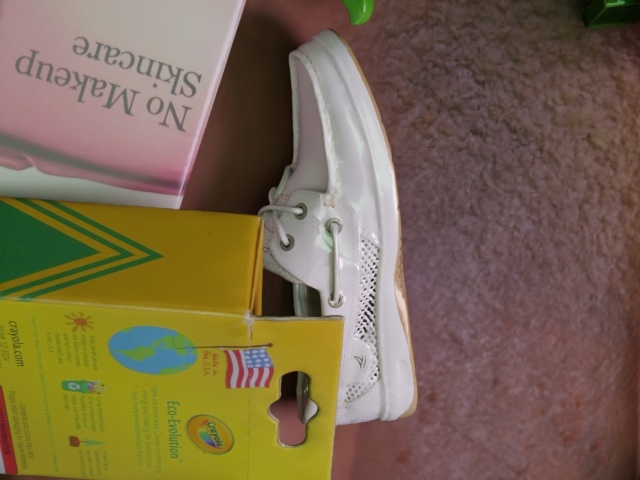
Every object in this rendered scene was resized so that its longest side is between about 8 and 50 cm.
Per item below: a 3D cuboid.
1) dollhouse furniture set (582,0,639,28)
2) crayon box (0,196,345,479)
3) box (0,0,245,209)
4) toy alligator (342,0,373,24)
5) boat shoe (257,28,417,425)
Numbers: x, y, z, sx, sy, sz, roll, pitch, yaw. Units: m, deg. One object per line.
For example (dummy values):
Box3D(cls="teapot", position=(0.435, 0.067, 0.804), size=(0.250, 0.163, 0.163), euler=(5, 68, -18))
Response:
Box3D(cls="dollhouse furniture set", position=(0.201, -0.229, 1.146), size=(0.076, 0.058, 0.151), euler=(-7, 84, -3))
Box3D(cls="crayon box", position=(-0.146, 0.067, 1.015), size=(0.319, 0.081, 0.202), euler=(5, 142, 0))
Box3D(cls="box", position=(-0.141, -0.121, 1.039), size=(0.149, 0.127, 0.232), euler=(16, 97, -15))
Box3D(cls="toy alligator", position=(0.012, -0.238, 1.090), size=(0.051, 0.056, 0.189), euler=(7, 103, 28))
Box3D(cls="boat shoe", position=(0.000, 0.000, 1.110), size=(0.096, 0.098, 0.277), euler=(-12, 105, -11))
